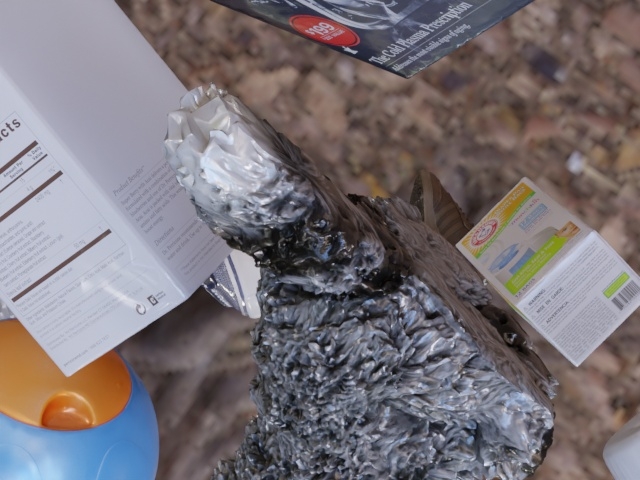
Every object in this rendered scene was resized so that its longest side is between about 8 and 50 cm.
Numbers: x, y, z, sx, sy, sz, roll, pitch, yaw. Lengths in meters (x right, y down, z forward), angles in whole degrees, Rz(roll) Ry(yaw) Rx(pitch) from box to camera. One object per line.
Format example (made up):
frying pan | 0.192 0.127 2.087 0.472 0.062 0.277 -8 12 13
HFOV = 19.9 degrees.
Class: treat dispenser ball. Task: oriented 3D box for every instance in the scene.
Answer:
treat dispenser ball | -0.322 0.227 2.014 0.288 0.288 0.288 30 158 14

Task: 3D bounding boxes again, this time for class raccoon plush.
raccoon plush | -0.043 0.095 1.323 0.446 0.299 0.216 42 -165 -28

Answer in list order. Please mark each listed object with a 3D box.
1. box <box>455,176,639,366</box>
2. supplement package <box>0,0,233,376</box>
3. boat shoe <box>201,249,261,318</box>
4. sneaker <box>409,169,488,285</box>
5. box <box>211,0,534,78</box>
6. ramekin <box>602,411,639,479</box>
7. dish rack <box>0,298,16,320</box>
box | 0.241 0.029 1.920 0.103 0.114 0.203 44 -176 -23
supplement package | -0.217 -0.069 1.559 0.175 0.177 0.293 -32 100 38
boat shoe | -0.149 -0.015 1.841 0.158 0.127 0.340 -12 147 4
sneaker | 0.148 -0.006 2.119 0.071 0.188 0.066 8 133 -14
box | 0.018 -0.304 1.552 0.312 0.179 0.343 21 166 -14
ramekin | 0.460 0.226 2.104 0.135 0.277 0.277 54 159 4
dish rack | -0.342 0.066 2.431 0.333 0.285 0.072 14 -128 -63
